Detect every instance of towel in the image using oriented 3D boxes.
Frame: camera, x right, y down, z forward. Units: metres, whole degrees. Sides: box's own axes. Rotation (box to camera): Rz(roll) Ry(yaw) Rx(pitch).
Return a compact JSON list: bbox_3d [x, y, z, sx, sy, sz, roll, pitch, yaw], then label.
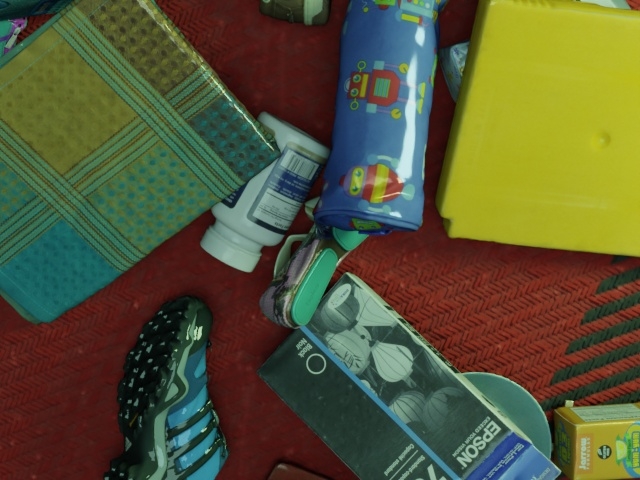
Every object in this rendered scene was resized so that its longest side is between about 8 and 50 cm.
[{"bbox_3d":[-0.266,-0.089,1.235,0.370,0.040,0.271,-34,112,17],"label":"towel"}]

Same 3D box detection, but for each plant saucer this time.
[{"bbox_3d":[0.182,0.250,1.378,0.195,0.037,0.195,0,99,-2],"label":"plant saucer"}]

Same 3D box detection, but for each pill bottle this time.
[{"bbox_3d":[-0.067,-0.053,1.288,0.094,0.094,0.169,29,97,-7],"label":"pill bottle"}]

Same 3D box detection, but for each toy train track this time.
[{"bbox_3d":[0.299,0.236,1.392,0.048,0.014,0.083,5,99,-9],"label":"toy train track"}]

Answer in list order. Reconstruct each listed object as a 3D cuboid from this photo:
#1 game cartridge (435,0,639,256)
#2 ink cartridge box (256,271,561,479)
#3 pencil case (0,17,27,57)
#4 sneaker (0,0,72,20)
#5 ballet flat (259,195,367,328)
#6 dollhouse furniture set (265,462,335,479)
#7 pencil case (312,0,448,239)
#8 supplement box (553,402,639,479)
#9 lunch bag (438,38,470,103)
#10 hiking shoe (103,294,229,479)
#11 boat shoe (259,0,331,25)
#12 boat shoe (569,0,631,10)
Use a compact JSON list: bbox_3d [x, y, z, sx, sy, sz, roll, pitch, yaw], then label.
[{"bbox_3d":[0.307,-0.121,1.265,0.323,0.053,0.285,6,117,-8],"label":"game cartridge"},{"bbox_3d":[0.098,0.206,1.296,0.332,0.065,0.165,42,94,13],"label":"ink cartridge box"},{"bbox_3d":[-0.376,-0.186,1.266,0.070,0.064,0.152,20,101,29],"label":"pencil case"},{"bbox_3d":[-0.315,-0.345,1.182,0.319,0.127,0.208,-16,96,-34],"label":"sneaker"},{"bbox_3d":[0.000,0.000,1.304,0.079,0.077,0.221,23,71,35],"label":"ballet flat"},{"bbox_3d":[0.090,0.421,1.328,0.374,0.201,0.152,24,97,-13],"label":"dollhouse furniture set"},{"bbox_3d":[0.068,-0.149,1.232,0.119,0.133,0.306,6,80,11],"label":"pencil case"},{"bbox_3d":[0.403,0.239,1.360,0.233,0.080,0.078,-3,99,-4],"label":"supplement box"},{"bbox_3d":[0.173,-0.187,1.289,0.053,0.071,0.083,-18,98,-4],"label":"lunch bag"},{"bbox_3d":[-0.168,0.215,1.339,0.132,0.113,0.304,13,93,-35],"label":"hiking shoe"},{"bbox_3d":[-0.031,-0.368,1.241,0.095,0.095,0.257,4,99,3],"label":"boat shoe"},{"bbox_3d":[0.213,-0.308,1.228,0.105,0.113,0.306,-37,128,26],"label":"boat shoe"}]
